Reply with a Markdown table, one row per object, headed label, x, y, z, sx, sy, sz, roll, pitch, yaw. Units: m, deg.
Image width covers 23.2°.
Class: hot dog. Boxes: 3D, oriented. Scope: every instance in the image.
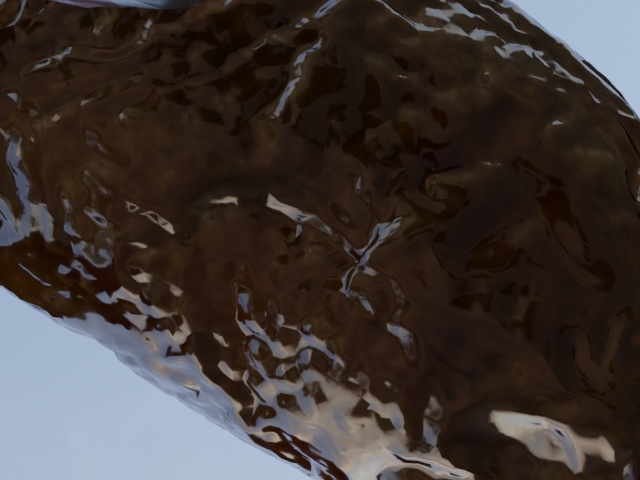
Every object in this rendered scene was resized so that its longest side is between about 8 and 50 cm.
| label | x | y | z | sx | sy | sz | roll | pitch | yaw |
| --- | --- | --- | --- | --- | --- | --- | --- | --- | --- |
| hot dog | 0.000 | 0.000 | 0.733 | 0.388 | 0.267 | 0.174 | 31 | -142 | 3 |

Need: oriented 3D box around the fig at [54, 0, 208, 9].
| label | x | y | z | sx | sy | sz | roll | pitch | yaw |
| --- | --- | --- | --- | --- | --- | --- | --- | --- | --- |
| fig | -0.046 | -0.169 | 0.303 | 0.224 | 0.224 | 0.263 | -43 | -40 | -26 |
